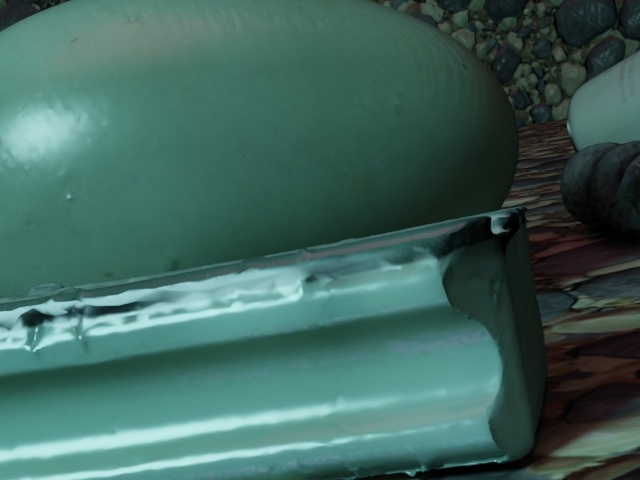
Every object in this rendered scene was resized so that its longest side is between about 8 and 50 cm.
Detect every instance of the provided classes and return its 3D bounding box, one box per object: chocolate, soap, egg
[{"bbox_3d":[0.229,-0.040,0.959,0.072,0.072,0.167,-12,5,-9],"label":"chocolate"},{"bbox_3d":[-0.036,0.052,0.553,0.261,0.094,0.150,-10,1,14],"label":"soap"},{"bbox_3d":[-0.060,-0.043,0.776,0.371,0.230,0.230,-6,6,-9],"label":"egg"}]

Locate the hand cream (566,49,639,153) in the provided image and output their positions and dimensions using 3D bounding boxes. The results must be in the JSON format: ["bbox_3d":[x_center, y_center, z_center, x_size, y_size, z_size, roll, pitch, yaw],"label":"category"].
[{"bbox_3d":[0.360,-0.154,1.020,0.359,0.118,0.185,-34,14,41],"label":"hand cream"}]
